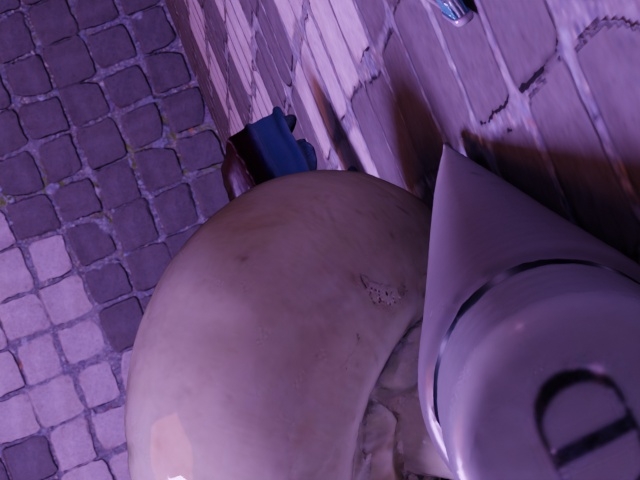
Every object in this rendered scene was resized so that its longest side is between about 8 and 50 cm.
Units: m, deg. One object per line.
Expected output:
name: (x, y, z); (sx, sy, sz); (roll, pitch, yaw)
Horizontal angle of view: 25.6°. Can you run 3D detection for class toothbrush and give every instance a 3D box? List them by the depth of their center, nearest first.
toothbrush: (0.037, -0.121, 0.632); (0.017, 0.014, 0.162); (55, -179, -26)

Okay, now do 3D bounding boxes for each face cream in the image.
face cream: (0.077, 0.037, 0.531); (0.314, 0.089, 0.143); (-87, -26, -84)

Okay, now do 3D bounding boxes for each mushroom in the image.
mushroom: (0.012, 0.086, 0.775); (0.246, 0.202, 0.246); (15, -90, -70)

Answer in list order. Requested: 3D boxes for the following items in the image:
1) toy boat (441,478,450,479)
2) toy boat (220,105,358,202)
toy boat: (0.105, 0.197, 0.834); (0.092, 0.134, 0.299); (29, -167, -28)
toy boat: (0.000, 0.000, 1.044); (0.100, 0.097, 0.223); (102, 150, -54)
